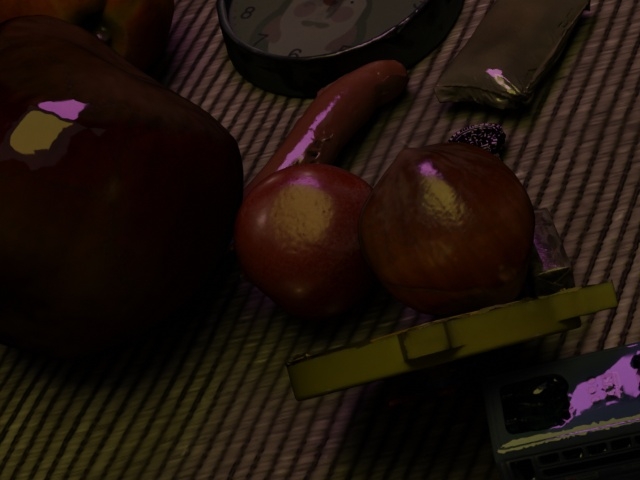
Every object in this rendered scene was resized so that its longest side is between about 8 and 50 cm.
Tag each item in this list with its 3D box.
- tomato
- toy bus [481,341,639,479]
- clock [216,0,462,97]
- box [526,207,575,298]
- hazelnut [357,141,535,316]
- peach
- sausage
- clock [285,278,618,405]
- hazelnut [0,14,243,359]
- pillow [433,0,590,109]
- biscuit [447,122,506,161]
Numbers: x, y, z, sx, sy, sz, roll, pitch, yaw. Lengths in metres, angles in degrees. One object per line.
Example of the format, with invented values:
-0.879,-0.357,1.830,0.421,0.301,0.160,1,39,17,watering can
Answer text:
0.000,0.000,1.673,0.167,0.167,0.167,-11,46,12,tomato
0.299,0.159,1.436,0.292,0.133,0.125,-13,45,9,toy bus
0.022,-0.314,2.024,0.319,0.066,0.319,-11,46,11,clock
0.230,0.020,1.641,0.045,0.062,0.098,-15,43,2,box
0.132,-0.009,1.577,0.182,0.182,0.182,-11,46,12,hazelnut
-0.313,-0.316,2.031,0.281,0.238,0.281,-33,49,48,peach
-0.002,-0.112,1.843,0.078,0.078,0.304,21,60,34,sausage
0.111,0.110,1.488,0.277,0.293,0.071,-12,85,-23,clock
-0.286,-0.061,1.723,0.359,0.359,0.409,-41,37,-18,hazelnut
0.227,-0.228,1.875,0.119,0.053,0.208,16,53,29,pillow
0.179,-0.095,1.789,0.087,0.027,0.089,-38,46,-13,biscuit
